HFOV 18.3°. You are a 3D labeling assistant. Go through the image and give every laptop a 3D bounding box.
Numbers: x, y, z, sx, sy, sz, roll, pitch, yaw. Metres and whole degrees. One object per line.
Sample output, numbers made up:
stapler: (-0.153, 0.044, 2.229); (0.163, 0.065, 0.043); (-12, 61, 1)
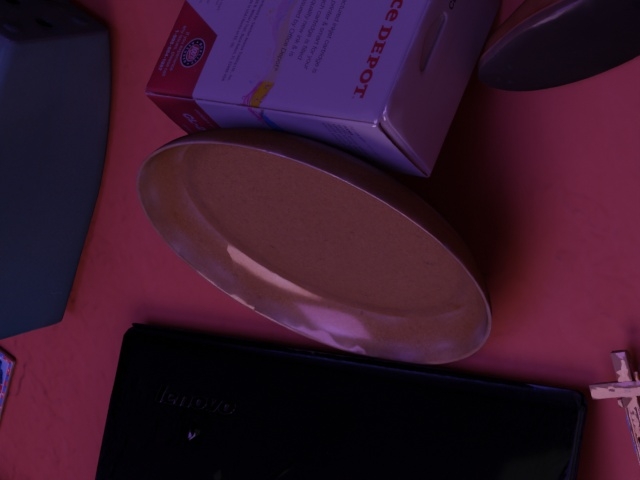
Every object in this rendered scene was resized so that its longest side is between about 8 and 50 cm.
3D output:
laptop: (0.032, 0.299, 1.370); (0.382, 0.236, 0.408); (7, 139, 37)

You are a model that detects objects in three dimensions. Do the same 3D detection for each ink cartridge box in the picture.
ink cartridge box: (0.002, -0.116, 1.180); (0.175, 0.072, 0.127); (11, 69, 35)

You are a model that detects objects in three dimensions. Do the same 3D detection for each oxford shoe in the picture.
oxford shoe: (0.162, -0.153, 1.098); (0.212, 0.076, 0.076); (-38, 51, 42)

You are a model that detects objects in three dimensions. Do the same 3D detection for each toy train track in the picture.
toy train track: (0.190, 0.103, 1.188); (0.048, 0.014, 0.083); (-7, 107, 32)

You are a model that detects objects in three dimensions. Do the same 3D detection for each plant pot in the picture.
plant pot: (-0.250, -0.067, 1.386); (0.165, 0.166, 0.234); (36, 116, 23)
plant pot: (0.000, 0.000, 1.215); (0.236, 0.032, 0.236); (22, 155, 11)

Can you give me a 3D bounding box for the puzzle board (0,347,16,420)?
puzzle board: (-0.297, 0.100, 1.570); (0.128, 0.011, 0.096); (34, 123, 25)
